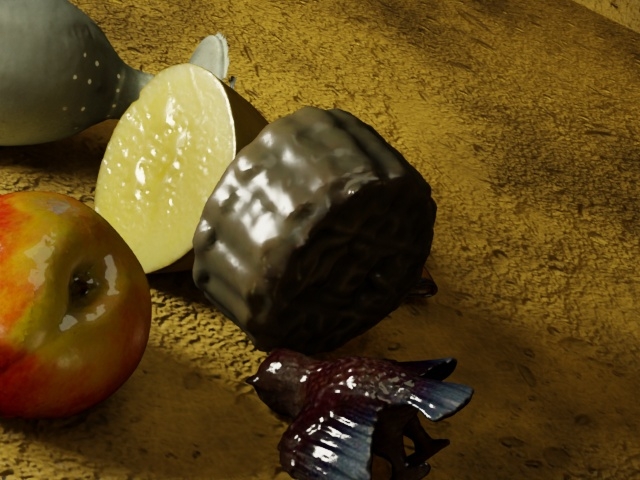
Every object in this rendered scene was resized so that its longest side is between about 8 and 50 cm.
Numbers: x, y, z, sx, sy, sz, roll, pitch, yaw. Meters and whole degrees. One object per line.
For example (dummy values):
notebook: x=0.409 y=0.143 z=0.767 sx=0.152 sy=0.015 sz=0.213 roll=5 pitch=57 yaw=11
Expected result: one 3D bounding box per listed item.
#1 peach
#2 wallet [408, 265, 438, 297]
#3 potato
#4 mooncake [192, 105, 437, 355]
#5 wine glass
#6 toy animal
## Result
peach: x=-0.235 y=0.056 z=1.068 sx=0.190 sy=0.192 sz=0.190 roll=13 pitch=66 yaw=-31
wallet: x=0.010 y=0.004 z=1.402 sx=0.196 sy=0.042 sz=0.161 roll=5 pitch=36 yaw=-28
potato: x=-0.105 y=-0.052 z=1.287 sx=0.178 sy=0.203 sz=0.158 roll=9 pitch=-7 yaw=40
mooncake: x=0.000 y=0.000 z=1.204 sx=0.228 sy=0.228 sz=0.124 roll=-11 pitch=40 yaw=-45
wine glass: x=-0.279 y=-0.173 z=1.363 sx=0.357 sy=0.190 sz=0.190 roll=15 pitch=29 yaw=-20
toy animal: x=0.031 y=0.128 z=1.119 sx=0.179 sy=0.116 sz=0.218 roll=30 pitch=36 yaw=14
